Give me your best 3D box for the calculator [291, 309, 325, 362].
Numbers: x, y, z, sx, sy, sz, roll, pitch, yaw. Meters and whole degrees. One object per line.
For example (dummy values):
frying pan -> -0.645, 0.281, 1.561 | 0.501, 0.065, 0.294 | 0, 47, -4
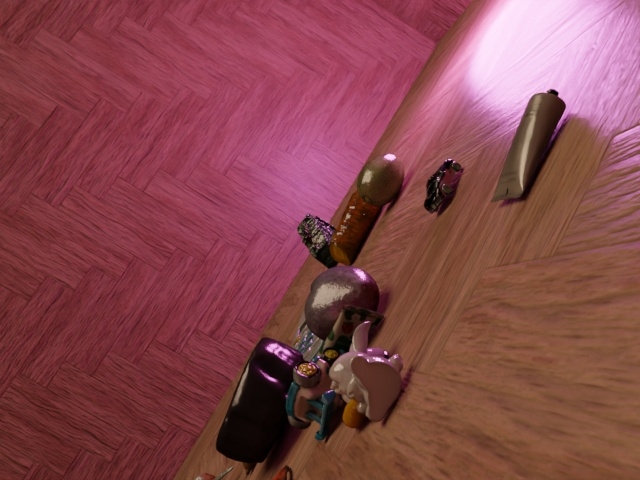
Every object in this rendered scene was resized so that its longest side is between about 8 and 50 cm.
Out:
calculator -> -0.018, 0.254, 1.621 | 0.256, 0.054, 0.386 | -55, 7, 27

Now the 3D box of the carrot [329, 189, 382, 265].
carrot -> 0.120, -0.065, 1.935 | 0.302, 0.114, 0.114 | -60, 5, -23

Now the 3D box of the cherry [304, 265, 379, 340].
cherry -> 0.050, 0.130, 1.247 | 0.176, 0.140, 0.176 | -31, 31, 21

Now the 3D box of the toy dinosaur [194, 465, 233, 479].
toy dinosaur -> -0.340, 0.727, 1.664 | 0.393, 0.092, 0.205 | -65, -5, 31

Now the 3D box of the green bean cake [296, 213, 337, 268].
green bean cake -> 0.000, 0.000, 2.252 | 0.107, 0.193, 0.208 | -50, 8, 18

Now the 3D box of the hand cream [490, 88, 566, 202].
hand cream -> 0.311, -0.142, 0.877 | 0.186, 0.054, 0.087 | -65, 10, -6

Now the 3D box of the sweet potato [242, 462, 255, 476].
sweet potato -> -0.179, 0.513, 1.555 | 0.067, 0.067, 0.274 | -56, 10, 17

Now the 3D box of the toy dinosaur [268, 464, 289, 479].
toy dinosaur -> -0.092, 0.462, 1.012 | 0.101, 0.055, 0.279 | -32, 10, 17

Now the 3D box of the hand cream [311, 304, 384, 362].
hand cream -> 0.023, 0.240, 1.181 | 0.276, 0.095, 0.059 | -59, 29, 24

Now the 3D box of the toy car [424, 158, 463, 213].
toy car -> 0.253, -0.118, 1.247 | 0.142, 0.055, 0.069 | -60, 2, -41

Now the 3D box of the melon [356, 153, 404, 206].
melon -> 0.186, -0.184, 1.837 | 0.192, 0.139, 0.139 | -57, 4, -18

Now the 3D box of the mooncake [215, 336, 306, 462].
mooncake -> -0.127, 0.368, 1.343 | 0.283, 0.141, 0.283 | 22, -90, -86

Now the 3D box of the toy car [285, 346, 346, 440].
toy car -> 0.015, 0.278, 1.080 | 0.161, 0.098, 0.126 | -20, -51, -47

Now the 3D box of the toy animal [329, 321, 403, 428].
toy animal -> 0.073, 0.211, 0.912 | 0.127, 0.131, 0.182 | -26, 6, -13
